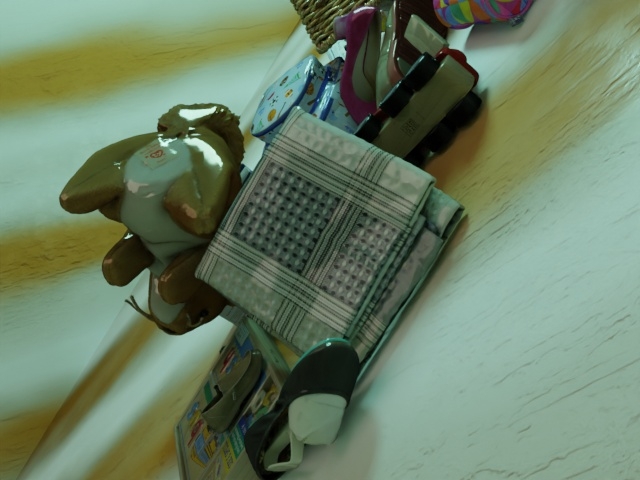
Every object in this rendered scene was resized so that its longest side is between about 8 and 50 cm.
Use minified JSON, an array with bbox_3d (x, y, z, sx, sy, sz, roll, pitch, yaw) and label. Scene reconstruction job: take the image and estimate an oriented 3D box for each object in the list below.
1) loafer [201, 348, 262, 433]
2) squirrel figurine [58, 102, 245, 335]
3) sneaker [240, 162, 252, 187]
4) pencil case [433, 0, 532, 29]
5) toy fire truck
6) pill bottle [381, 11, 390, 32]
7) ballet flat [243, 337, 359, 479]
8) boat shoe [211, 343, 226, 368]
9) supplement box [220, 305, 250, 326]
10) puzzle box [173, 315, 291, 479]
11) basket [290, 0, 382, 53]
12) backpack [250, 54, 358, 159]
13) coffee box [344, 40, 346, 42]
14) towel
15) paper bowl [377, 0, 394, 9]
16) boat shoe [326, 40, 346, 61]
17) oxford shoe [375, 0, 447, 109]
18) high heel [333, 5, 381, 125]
[{"bbox_3d":[-0.142,0.236,1.339,0.148,0.050,0.056,-63,18,-16],"label":"loafer"},{"bbox_3d":[-0.232,-0.033,1.511,0.370,0.281,0.397,79,-160,-43],"label":"squirrel figurine"},{"bbox_3d":[-0.065,-0.031,1.652,0.127,0.182,0.315,-54,46,20],"label":"sneaker"},{"bbox_3d":[0.274,-0.410,1.403,0.104,0.104,0.236,-58,19,2],"label":"pencil case"},{"bbox_3d":[0.159,-0.253,1.394,0.217,0.158,0.246,-47,9,36],"label":"toy fire truck"},{"bbox_3d":[0.165,-0.547,2.034,0.083,0.043,0.043,-34,29,53],"label":"pill bottle"},{"bbox_3d":[-0.020,0.242,1.111,0.280,0.095,0.096,123,149,-43],"label":"ballet flat"},{"bbox_3d":[-0.188,0.232,1.677,0.046,0.038,0.125,-20,41,64],"label":"boat shoe"},{"bbox_3d":[-0.230,0.075,1.755,0.114,0.220,0.111,-56,17,7],"label":"supplement box"},{"bbox_3d":[-0.153,0.306,1.427,0.272,0.052,0.409,-58,17,2],"label":"puzzle box"},{"bbox_3d":[0.104,-0.542,1.772,0.299,0.213,0.223,-37,69,26],"label":"basket"},{"bbox_3d":[-0.022,-0.245,1.784,0.276,0.213,0.263,-34,40,48],"label":"backpack"},{"bbox_3d":[0.111,-0.600,2.285,0.113,0.040,0.184,-51,19,25],"label":"coffee box"},{"bbox_3d":[0.000,0.000,1.183,0.312,0.324,0.056,-58,-27,2],"label":"towel"},{"bbox_3d":[0.168,-0.681,1.942,0.284,0.284,0.148,-50,-23,26],"label":"paper bowl"},{"bbox_3d":[0.068,-0.471,2.140,0.076,0.083,0.226,-38,37,24],"label":"boat shoe"},{"bbox_3d":[0.159,-0.375,1.623,0.130,0.123,0.348,-49,17,46],"label":"oxford shoe"},{"bbox_3d":[0.098,-0.336,1.641,0.117,0.082,0.244,4,106,52],"label":"high heel"}]
